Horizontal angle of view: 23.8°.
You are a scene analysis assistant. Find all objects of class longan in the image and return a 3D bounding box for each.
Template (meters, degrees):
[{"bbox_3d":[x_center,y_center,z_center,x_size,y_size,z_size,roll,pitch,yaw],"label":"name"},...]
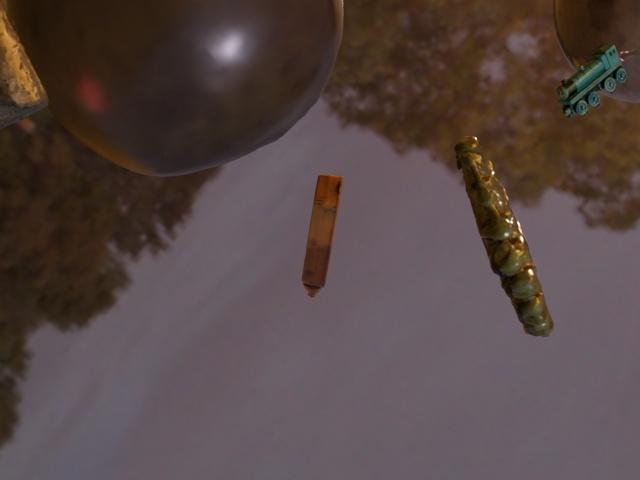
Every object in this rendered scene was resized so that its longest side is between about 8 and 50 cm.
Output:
[{"bbox_3d":[-0.122,-0.202,1.247,0.297,0.297,0.297,-47,-169,12],"label":"longan"}]

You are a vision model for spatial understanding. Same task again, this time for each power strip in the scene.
[{"bbox_3d":[0.000,0.000,1.626,0.178,0.028,0.049,99,0,-47],"label":"power strip"}]

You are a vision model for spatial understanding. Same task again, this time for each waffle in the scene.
[{"bbox_3d":[0.168,-0.001,1.386,0.036,0.183,0.169,-21,153,8],"label":"waffle"}]

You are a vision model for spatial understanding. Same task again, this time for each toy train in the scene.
[{"bbox_3d":[0.276,-0.162,1.548,0.092,0.045,0.029,-38,-156,-25],"label":"toy train"}]

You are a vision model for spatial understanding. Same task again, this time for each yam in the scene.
[{"bbox_3d":[-0.186,-0.108,0.835,0.043,0.094,0.043,-24,174,-3],"label":"yam"}]

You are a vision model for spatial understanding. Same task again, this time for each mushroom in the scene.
[{"bbox_3d":[0.423,-0.275,1.717,0.297,0.290,0.297,-51,-161,25],"label":"mushroom"}]
